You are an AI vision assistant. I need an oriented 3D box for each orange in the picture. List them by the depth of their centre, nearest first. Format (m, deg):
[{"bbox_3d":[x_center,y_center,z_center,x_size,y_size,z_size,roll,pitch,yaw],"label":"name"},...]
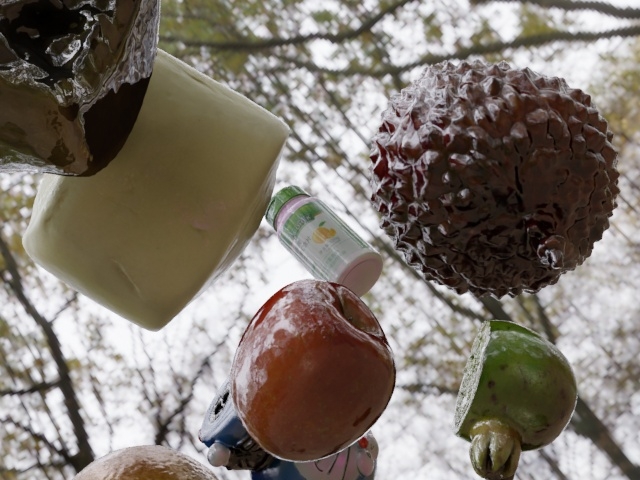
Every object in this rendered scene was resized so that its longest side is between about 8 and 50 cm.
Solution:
[{"bbox_3d":[-0.297,0.518,2.035,0.322,0.357,0.322,-8,-74,-28],"label":"orange"}]

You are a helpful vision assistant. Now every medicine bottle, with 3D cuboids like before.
[{"bbox_3d":[0.000,0.000,2.474,0.133,0.274,0.133,-28,-38,-24],"label":"medicine bottle"}]

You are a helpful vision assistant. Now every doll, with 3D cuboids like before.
[{"bbox_3d":[-0.041,0.348,1.974,0.310,0.284,0.240,34,-48,-15],"label":"doll"}]

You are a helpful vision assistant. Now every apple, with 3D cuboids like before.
[{"bbox_3d":[-0.009,0.137,1.265,0.168,0.181,0.181,-42,-29,20],"label":"apple"}]

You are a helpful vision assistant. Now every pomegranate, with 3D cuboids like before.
[{"bbox_3d":[0.281,0.224,1.664,0.241,0.159,0.190,-61,-12,-72],"label":"pomegranate"}]

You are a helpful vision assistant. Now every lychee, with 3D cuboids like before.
[{"bbox_3d":[0.294,-0.096,1.969,0.425,0.500,0.424,-13,-54,-18],"label":"lychee"}]

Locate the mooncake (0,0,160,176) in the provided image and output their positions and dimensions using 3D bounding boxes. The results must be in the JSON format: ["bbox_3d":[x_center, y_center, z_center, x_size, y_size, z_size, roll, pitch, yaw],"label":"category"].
[{"bbox_3d":[-0.403,-0.288,1.716,0.394,0.246,0.393,-41,-44,-69],"label":"mooncake"}]

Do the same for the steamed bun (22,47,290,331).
[{"bbox_3d":[-0.290,-0.077,2.075,0.456,0.371,0.290,-57,5,11],"label":"steamed bun"}]
